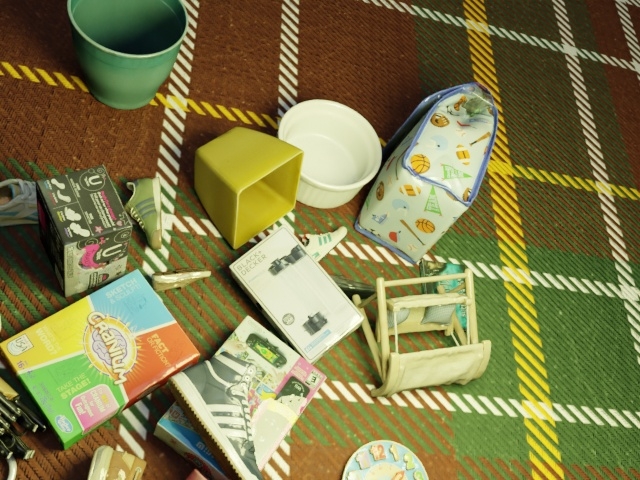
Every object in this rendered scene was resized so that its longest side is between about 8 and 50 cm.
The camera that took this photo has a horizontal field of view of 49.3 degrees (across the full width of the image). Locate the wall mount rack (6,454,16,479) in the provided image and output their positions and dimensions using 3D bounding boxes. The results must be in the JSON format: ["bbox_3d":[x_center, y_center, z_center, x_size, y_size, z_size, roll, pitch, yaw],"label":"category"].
[{"bbox_3d":[-0.687,0.475,1.172,0.304,0.130,0.350,25,55,-5],"label":"wall mount rack"}]

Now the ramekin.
[{"bbox_3d":[0.009,-0.218,1.819,0.277,0.135,0.277,9,59,-15],"label":"ramekin"}]

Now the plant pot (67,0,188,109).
[{"bbox_3d":[-0.481,-0.471,1.714,0.272,0.255,0.271,9,59,-16],"label":"plant pot"}]

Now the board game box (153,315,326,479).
[{"bbox_3d":[-0.162,0.345,1.459,0.224,0.097,0.303,37,57,3],"label":"board game box"}]

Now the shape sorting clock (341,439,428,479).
[{"bbox_3d":[0.143,0.533,1.494,0.206,0.040,0.206,9,59,-15],"label":"shape sorting clock"}]

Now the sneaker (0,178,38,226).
[{"bbox_3d":[-0.642,-0.090,1.536,0.229,0.092,0.087,-15,66,-28],"label":"sneaker"}]

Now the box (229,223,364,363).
[{"bbox_3d":[-0.057,0.127,1.597,0.169,0.087,0.290,-37,78,-11],"label":"box"}]

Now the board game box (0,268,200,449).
[{"bbox_3d":[-0.448,0.235,1.436,0.316,0.064,0.242,-32,76,-31],"label":"board game box"}]

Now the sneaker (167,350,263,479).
[{"bbox_3d":[-0.156,0.342,1.346,0.153,0.099,0.282,-30,71,-29],"label":"sneaker"}]

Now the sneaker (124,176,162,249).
[{"bbox_3d":[-0.415,-0.063,1.625,0.086,0.064,0.192,-2,62,-12],"label":"sneaker"}]

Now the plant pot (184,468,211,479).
[{"bbox_3d":[-0.214,0.552,1.275,0.201,0.201,0.180,39,72,4],"label":"plant pot"}]

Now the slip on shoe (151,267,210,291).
[{"bbox_3d":[-0.316,0.090,1.584,0.135,0.051,0.041,-7,104,-32],"label":"slip on shoe"}]

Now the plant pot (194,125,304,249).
[{"bbox_3d":[-0.188,-0.149,1.677,0.187,0.212,0.212,40,55,20],"label":"plant pot"}]

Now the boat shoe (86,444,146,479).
[{"bbox_3d":[-0.385,0.537,1.255,0.116,0.123,0.324,14,59,-15],"label":"boat shoe"}]

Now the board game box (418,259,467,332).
[{"bbox_3d":[0.322,0.142,1.792,0.126,0.026,0.186,7,59,-17],"label":"board game box"}]

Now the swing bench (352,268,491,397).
[{"bbox_3d":[0.238,0.216,1.615,0.253,0.165,0.254,-5,72,-21],"label":"swing bench"}]

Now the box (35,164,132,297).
[{"bbox_3d":[-0.491,-0.015,1.452,0.142,0.247,0.163,-21,71,-27],"label":"box"}]

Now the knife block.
[{"bbox_3d":[-0.641,0.297,1.319,0.088,0.242,0.276,-48,40,-17],"label":"knife block"}]

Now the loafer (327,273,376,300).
[{"bbox_3d":[0.054,0.106,1.696,0.170,0.062,0.061,8,54,-17],"label":"loafer"}]

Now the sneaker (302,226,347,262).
[{"bbox_3d":[0.000,0.000,1.737,0.075,0.057,0.161,46,60,2],"label":"sneaker"}]

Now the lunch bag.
[{"bbox_3d":[0.281,-0.194,1.793,0.239,0.328,0.385,33,57,-3],"label":"lunch bag"}]
